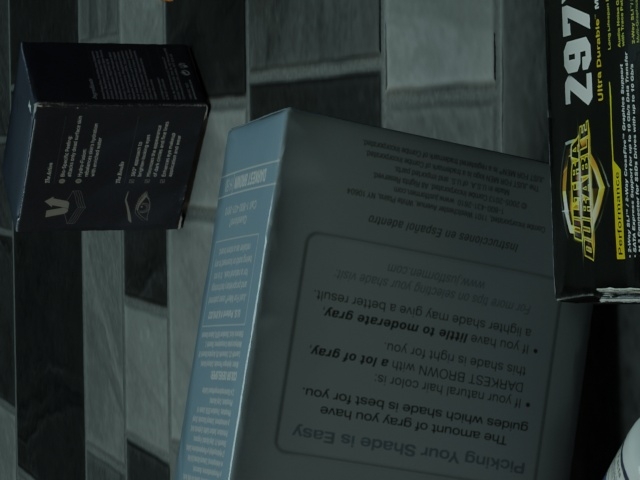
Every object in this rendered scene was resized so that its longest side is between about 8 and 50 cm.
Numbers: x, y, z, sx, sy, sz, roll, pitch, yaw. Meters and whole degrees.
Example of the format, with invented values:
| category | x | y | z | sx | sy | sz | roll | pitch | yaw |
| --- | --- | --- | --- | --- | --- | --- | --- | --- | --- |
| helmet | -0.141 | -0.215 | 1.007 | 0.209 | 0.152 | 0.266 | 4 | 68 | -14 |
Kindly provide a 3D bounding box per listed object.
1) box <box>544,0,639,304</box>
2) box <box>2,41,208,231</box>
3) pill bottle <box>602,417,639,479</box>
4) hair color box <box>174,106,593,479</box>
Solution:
| category | x | y | z | sx | sy | sz | roll | pitch | yaw |
| --- | --- | --- | --- | --- | --- | --- | --- | --- | --- |
| box | 0.179 | -0.132 | 0.840 | 0.257 | 0.079 | 0.322 | 173 | 95 | -73 |
| box | -0.198 | -0.093 | 1.808 | 0.093 | 0.158 | 0.156 | -110 | 27 | -42 |
| pill bottle | 0.164 | 0.117 | 0.915 | 0.120 | 0.067 | 0.067 | 109 | 152 | -45 |
| hair color box | 0.023 | 0.135 | 1.040 | 0.113 | 0.185 | 0.374 | 169 | 110 | -70 |
